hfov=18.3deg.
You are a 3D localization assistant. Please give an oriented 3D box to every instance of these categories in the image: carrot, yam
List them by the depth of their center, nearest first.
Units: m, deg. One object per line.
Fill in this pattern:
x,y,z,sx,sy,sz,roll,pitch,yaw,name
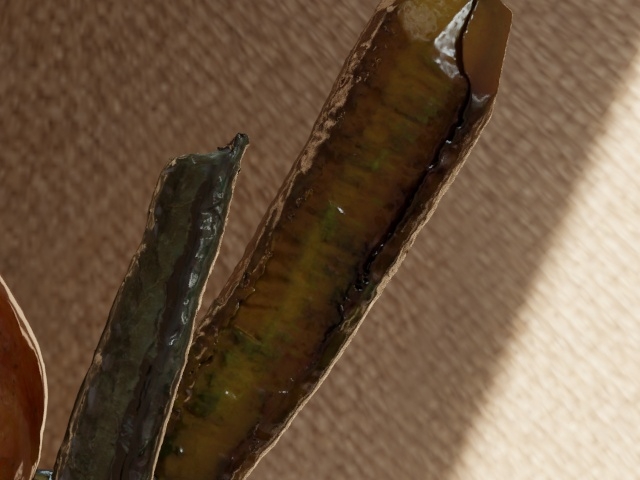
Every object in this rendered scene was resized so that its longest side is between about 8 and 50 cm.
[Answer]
-0.050,0.029,0.560,0.027,0.033,0.129,18,87,-21,yam
0.000,0.000,0.867,0.070,0.070,0.260,33,86,-14,carrot

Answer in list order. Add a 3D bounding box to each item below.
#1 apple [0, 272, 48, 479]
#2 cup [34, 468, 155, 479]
-0.183,0.058,0.756,0.158,0.147,0.156,31,57,-28,apple
-0.162,0.174,1.013,0.177,0.155,0.131,3,79,28,cup
